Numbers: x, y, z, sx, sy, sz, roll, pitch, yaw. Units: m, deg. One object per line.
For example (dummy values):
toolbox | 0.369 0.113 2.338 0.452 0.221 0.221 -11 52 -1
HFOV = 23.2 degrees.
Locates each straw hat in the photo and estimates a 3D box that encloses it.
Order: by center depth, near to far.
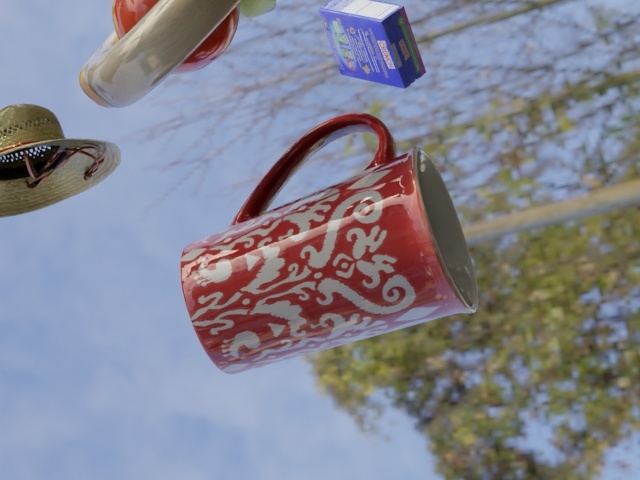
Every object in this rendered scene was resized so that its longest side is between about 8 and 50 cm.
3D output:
straw hat | -0.235 -0.074 1.236 0.144 0.144 0.061 0 -115 -49

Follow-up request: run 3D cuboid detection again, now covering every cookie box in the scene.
cookie box | 0.058 -0.224 1.757 0.040 0.107 0.092 -40 -53 -26

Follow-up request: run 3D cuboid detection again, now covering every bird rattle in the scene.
bird rattle | -0.065 -0.165 0.997 0.143 0.253 0.207 43 -108 -24

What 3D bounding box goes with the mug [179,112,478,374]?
mug | 0.004 0.008 1.025 0.150 0.169 0.113 -91 -23 -53
